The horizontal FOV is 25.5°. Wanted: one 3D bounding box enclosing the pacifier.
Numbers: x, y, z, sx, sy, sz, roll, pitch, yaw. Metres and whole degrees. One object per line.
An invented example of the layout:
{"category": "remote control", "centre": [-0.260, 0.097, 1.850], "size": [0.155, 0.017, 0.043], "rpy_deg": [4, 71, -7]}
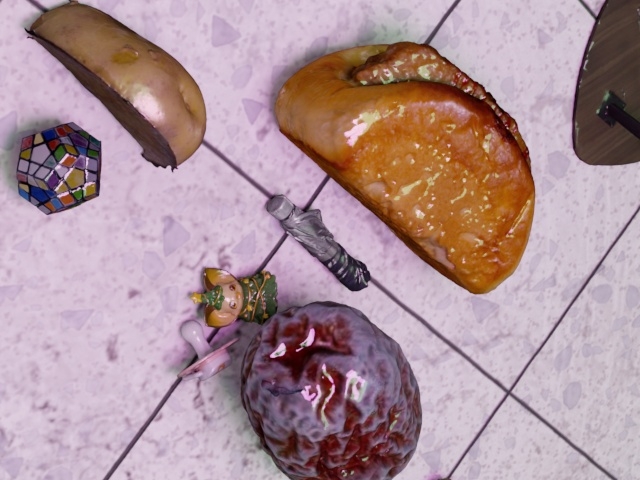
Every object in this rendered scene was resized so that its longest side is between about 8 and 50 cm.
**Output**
{"category": "pacifier", "centre": [-0.156, 0.140, 1.829], "size": [0.099, 0.081, 0.078], "rpy_deg": [-31, 89, -46]}

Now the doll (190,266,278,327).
{"category": "doll", "centre": [-0.112, 0.077, 1.840], "size": [0.113, 0.076, 0.078], "rpy_deg": [-1, 80, -2]}

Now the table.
{"category": "table", "centre": [0.547, -0.234, 2.006], "size": [0.317, 0.249, 0.317], "rpy_deg": [-11, 112, -28]}

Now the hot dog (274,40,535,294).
{"category": "hot dog", "centre": [0.140, -0.117, 1.839], "size": [0.223, 0.185, 0.405], "rpy_deg": [-52, 125, -5]}

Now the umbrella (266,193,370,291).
{"category": "umbrella", "centre": [0.000, 0.000, 1.882], "size": [0.188, 0.046, 0.050], "rpy_deg": [43, 69, -31]}

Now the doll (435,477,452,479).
{"category": "doll", "centre": [0.114, 0.470, 2.096], "size": [0.286, 0.091, 0.202], "rpy_deg": [-11, 101, -17]}

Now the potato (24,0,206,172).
{"category": "potato", "centre": [-0.211, -0.185, 1.632], "size": [0.098, 0.138, 0.243], "rpy_deg": [-52, 127, -12]}

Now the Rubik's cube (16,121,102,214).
{"category": "Rubik's cube", "centre": [-0.301, -0.083, 1.636], "size": [0.111, 0.111, 0.093], "rpy_deg": [-54, 150, -5]}

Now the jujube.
{"category": "jujube", "centre": [0.013, 0.207, 1.835], "size": [0.226, 0.226, 0.317], "rpy_deg": [-46, 149, -10]}
